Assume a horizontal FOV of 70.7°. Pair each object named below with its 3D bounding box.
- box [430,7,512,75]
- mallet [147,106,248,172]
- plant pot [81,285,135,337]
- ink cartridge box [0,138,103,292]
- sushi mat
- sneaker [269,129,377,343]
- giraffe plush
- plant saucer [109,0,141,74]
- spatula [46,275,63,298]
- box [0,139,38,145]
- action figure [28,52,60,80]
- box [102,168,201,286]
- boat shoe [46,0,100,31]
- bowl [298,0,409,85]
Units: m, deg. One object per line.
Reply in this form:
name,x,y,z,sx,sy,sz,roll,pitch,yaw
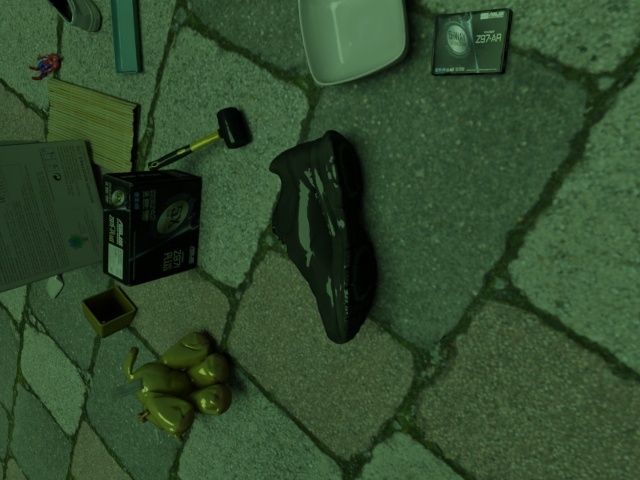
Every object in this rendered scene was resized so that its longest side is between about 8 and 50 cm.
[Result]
box,0.172,-0.227,0.521,0.083,0.018,0.067,12,107,31
mallet,-0.204,-0.148,0.748,0.190,0.039,0.062,-28,86,17
plant pot,-0.472,0.169,1.000,0.081,0.081,0.083,42,130,19
ink cartridge box,-0.638,-0.040,0.859,0.151,0.395,0.270,-2,104,34
sushi mat,-0.492,-0.244,0.957,0.316,0.019,0.151,22,113,28
sneaker,0.000,0.000,0.630,0.130,0.109,0.286,-8,87,27
giraffe plush,-0.281,0.299,0.861,0.170,0.210,0.181,107,153,-48
plant saucer,-0.360,-0.409,0.834,0.067,0.018,0.192,10,105,32
spatula,-0.683,0.022,1.146,0.242,0.019,0.168,-46,72,29
box,-0.760,-0.111,1.108,0.094,0.113,0.275,49,121,15
action figure,-0.608,-0.387,0.998,0.115,0.030,0.038,-8,91,32
box,-0.295,-0.027,0.797,0.077,0.147,0.180,19,109,29
boat shoe,-0.509,-0.478,0.888,0.066,0.063,0.184,-44,76,32
bowl,0.046,-0.275,0.573,0.142,0.053,0.142,-6,97,33
